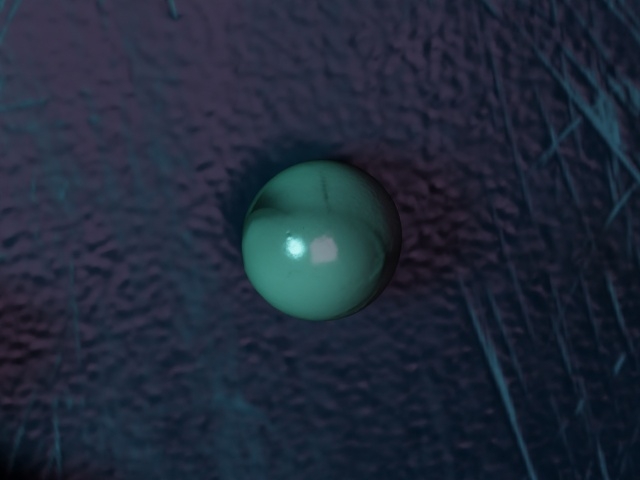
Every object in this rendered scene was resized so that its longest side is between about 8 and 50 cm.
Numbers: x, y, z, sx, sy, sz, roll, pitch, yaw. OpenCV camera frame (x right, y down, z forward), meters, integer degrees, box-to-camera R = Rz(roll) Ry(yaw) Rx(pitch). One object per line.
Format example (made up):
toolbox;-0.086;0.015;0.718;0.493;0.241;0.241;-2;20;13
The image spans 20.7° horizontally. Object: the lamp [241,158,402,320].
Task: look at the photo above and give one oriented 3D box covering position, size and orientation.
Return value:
lamp;0.000;0.000;1.119;0.105;0.105;0.105;-2;103;-10
